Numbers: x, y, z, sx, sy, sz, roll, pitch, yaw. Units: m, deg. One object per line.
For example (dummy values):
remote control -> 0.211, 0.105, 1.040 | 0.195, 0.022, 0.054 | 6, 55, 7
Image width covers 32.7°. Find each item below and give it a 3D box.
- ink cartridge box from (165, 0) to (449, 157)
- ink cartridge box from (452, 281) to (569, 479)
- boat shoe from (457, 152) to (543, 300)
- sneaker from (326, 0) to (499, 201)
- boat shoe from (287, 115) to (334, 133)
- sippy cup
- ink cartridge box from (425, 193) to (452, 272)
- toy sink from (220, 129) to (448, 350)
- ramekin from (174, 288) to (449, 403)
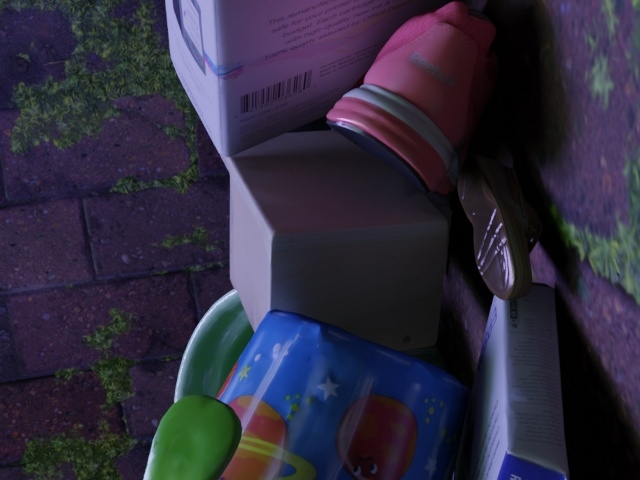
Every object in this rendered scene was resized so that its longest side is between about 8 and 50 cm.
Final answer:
ink cartridge box -> -0.009, -0.221, 0.900 | 0.131, 0.226, 0.306 | 62, 166, 19
ink cartridge box -> 0.126, 0.181, 0.759 | 0.224, 0.045, 0.223 | -82, -2, -51
boat shoe -> 0.135, -0.012, 0.784 | 0.050, 0.045, 0.135 | 112, 158, -44
sneaker -> 0.095, -0.113, 0.865 | 0.136, 0.116, 0.314 | -55, -1, 6
boat shoe -> -0.024, -0.090, 1.441 | 0.156, 0.187, 0.500 | -124, 20, -70
sippy cup -> -0.002, 0.180, 0.815 | 0.305, 0.240, 0.224 | 128, 165, -84
ink cartridge box -> 0.085, -0.040, 1.102 | 0.135, 0.056, 0.099 | -105, 11, -47
toy sink -> 0.000, 0.000, 0.996 | 0.234, 0.153, 0.131 | -124, 33, -60
ramekin -> -0.001, 0.191, 1.155 | 0.303, 0.148, 0.303 | -2, 88, 41
